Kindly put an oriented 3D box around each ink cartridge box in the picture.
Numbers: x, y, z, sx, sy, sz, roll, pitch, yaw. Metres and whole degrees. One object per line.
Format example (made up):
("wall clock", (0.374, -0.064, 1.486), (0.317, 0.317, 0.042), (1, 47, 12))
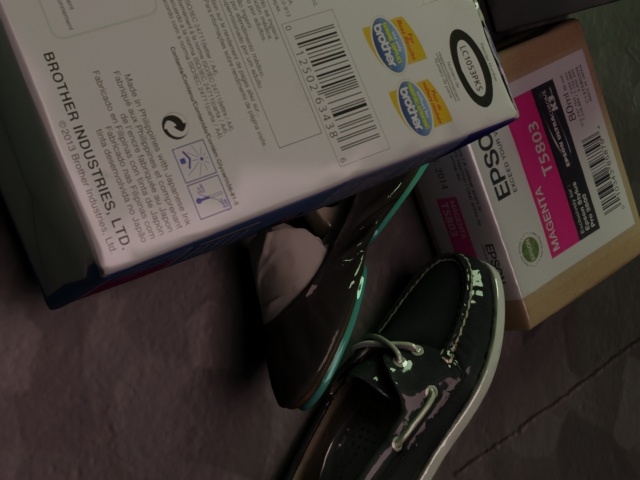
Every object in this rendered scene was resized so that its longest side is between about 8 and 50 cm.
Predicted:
("ink cartridge box", (-0.043, -0.150, 0.834), (0.395, 0.151, 0.270), (-22, 91, -27))
("ink cartridge box", (0.181, -0.059, 1.087), (0.193, 0.088, 0.234), (-29, 105, -36))

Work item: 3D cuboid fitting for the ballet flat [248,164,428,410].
("ballet flat", (0.000, 0.000, 0.947), (0.096, 0.095, 0.280), (34, 55, -12))

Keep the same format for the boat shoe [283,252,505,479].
("boat shoe", (0.055, 0.130, 0.959), (0.091, 0.114, 0.302), (39, 64, -35))

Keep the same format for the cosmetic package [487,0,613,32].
("cosmetic package", (0.267, -0.267, 1.076), (0.127, 0.238, 0.107), (-25, 104, -39))
